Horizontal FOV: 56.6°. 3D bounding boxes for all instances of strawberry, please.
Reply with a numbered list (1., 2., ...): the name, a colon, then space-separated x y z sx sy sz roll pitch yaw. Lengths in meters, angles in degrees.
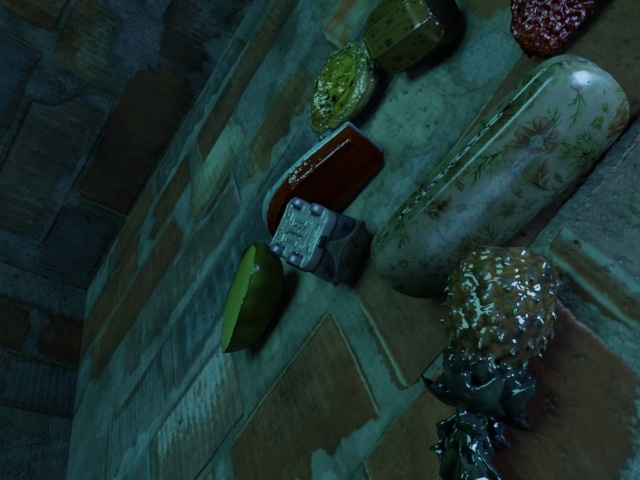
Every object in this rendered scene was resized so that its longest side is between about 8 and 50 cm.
1. strawberry: 0.384 -0.444 0.944 0.286 0.106 0.188 -65 28 1

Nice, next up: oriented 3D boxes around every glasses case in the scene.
1. glasses case: 0.242 -0.073 0.856 0.425 0.156 0.098 -48 31 28

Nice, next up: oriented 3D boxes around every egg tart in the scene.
1. egg tart: 0.065 -0.370 1.462 0.252 0.098 0.232 -46 40 37

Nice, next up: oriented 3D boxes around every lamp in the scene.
1. lamp: 0.190 -0.450 1.255 0.185 0.161 0.161 -27 46 49

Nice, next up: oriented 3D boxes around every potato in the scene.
1. potato: -0.148 0.134 1.386 0.160 0.111 0.271 -119 45 -65

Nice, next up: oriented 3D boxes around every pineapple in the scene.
1. pineapple: 0.208 0.163 0.761 0.170 0.141 0.310 1 76 54

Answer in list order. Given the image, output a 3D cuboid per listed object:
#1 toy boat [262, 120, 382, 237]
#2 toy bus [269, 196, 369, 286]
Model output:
1. toy boat: -0.017 -0.131 1.343 0.332 0.145 0.133 -42 35 24
2. toy bus: 0.000 0.000 1.214 0.142 0.142 0.202 -65 28 -1
